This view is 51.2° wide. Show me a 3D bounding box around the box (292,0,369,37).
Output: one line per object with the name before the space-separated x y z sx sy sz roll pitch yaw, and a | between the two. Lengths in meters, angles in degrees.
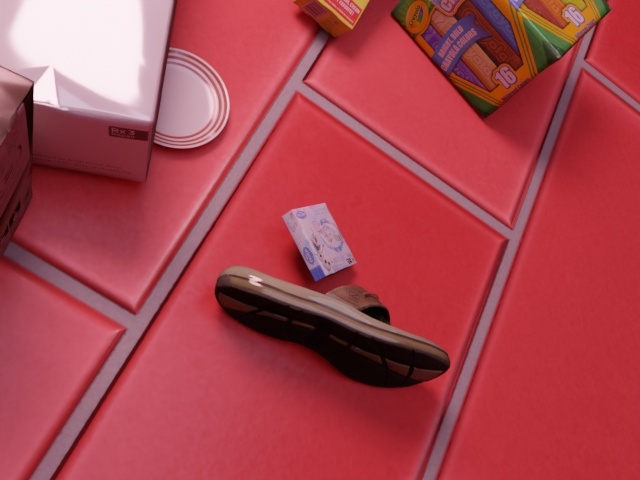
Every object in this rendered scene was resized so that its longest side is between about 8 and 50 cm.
box | 0.056 -0.414 0.961 0.087 0.058 0.232 35 77 -25

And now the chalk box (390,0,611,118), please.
chalk box | 0.246 -0.371 1.003 0.289 0.179 0.180 48 60 -3

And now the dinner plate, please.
dinner plate | -0.184 -0.177 0.837 0.141 0.017 0.141 8 70 -22

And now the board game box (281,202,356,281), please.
board game box | 0.000 0.000 0.832 0.090 0.020 0.090 -17 79 -62

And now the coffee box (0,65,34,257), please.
coffee box | -0.343 -0.076 0.599 0.141 0.246 0.098 24 65 -15

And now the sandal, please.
sandal | 0.026 0.089 0.788 0.302 0.120 0.086 27 52 -13

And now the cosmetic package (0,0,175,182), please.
cosmetic package | -0.268 -0.278 0.746 0.217 0.156 0.385 11 70 -13
